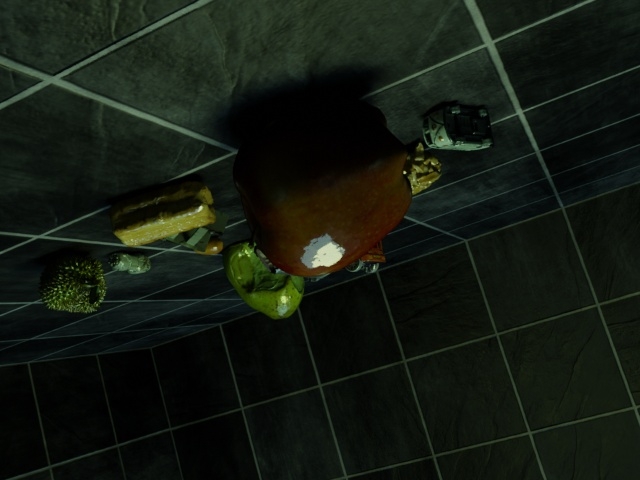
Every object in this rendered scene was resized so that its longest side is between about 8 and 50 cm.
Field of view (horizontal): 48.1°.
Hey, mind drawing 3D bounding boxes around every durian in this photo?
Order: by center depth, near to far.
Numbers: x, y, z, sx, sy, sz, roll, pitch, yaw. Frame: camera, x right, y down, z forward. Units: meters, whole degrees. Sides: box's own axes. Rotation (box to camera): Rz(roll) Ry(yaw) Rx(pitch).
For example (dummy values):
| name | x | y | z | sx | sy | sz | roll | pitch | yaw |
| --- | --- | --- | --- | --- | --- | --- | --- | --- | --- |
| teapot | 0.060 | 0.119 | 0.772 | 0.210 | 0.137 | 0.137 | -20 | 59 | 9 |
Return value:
| name | x | y | z | sx | sy | sz | roll | pitch | yaw |
| --- | --- | --- | --- | --- | --- | --- | --- | --- | --- |
| durian | -0.600 | 0.099 | 1.735 | 0.159 | 0.146 | 0.198 | 2 | 160 | -12 |

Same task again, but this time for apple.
| name | x | y | z | sx | sy | sz | roll | pitch | yaw |
| --- | --- | --- | --- | --- | --- | --- | --- | --- | --- |
| apple | -0.003 | -0.094 | 1.261 | 0.316 | 0.288 | 0.288 | -28 | 170 | -4 |

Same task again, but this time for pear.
| name | x | y | z | sx | sy | sz | roll | pitch | yaw |
| --- | --- | --- | --- | --- | --- | --- | --- | --- | --- |
| pear | -0.181 | 0.123 | 2.201 | 0.238 | 0.256 | 0.164 | -14 | 172 | 17 |

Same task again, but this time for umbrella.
| name | x | y | z | sx | sy | sz | roll | pitch | yaw |
| --- | --- | --- | --- | --- | --- | --- | --- | --- | --- |
| umbrella | -0.500 | 0.061 | 1.902 | 0.067 | 0.062 | 0.143 | -39 | 159 | 12 |

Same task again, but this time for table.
| name | x | y | z | sx | sy | sz | roll | pitch | yaw |
| --- | --- | --- | --- | --- | --- | --- | --- | --- | --- |
| table | -0.315 | -0.042 | 1.612 | 0.175 | 0.062 | 0.146 | 22 | 155 | -18 |

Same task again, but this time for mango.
| name | x | y | z | sx | sy | sz | roll | pitch | yaw |
| --- | --- | --- | --- | --- | --- | --- | --- | --- | --- |
| mango | -0.315 | 0.017 | 2.004 | 0.089 | 0.046 | 0.060 | -5 | 170 | 11 |

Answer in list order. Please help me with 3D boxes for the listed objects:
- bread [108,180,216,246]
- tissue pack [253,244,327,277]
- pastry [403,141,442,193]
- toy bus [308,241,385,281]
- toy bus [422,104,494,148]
| name | x | y | z | sx | sy | sz | roll | pitch | yaw |
| --- | --- | --- | --- | --- | --- | --- | --- | --- | --- |
| bread | -0.321 | -0.056 | 1.465 | 0.211 | 0.083 | 0.114 | -14 | 156 | -1 |
| tissue pack | 0.000 | 0.000 | 2.033 | 0.259 | 0.122 | 0.361 | -40 | 164 | 14 |
| pastry | 0.188 | -0.150 | 1.738 | 0.154 | 0.102 | 0.250 | -11 | 170 | -23 |
| toy bus | 0.035 | 0.047 | 2.334 | 0.329 | 0.153 | 0.143 | -12 | 171 | 30 |
| toy bus | 0.289 | -0.233 | 1.517 | 0.089 | 0.087 | 0.194 | -12 | 176 | 41 |
